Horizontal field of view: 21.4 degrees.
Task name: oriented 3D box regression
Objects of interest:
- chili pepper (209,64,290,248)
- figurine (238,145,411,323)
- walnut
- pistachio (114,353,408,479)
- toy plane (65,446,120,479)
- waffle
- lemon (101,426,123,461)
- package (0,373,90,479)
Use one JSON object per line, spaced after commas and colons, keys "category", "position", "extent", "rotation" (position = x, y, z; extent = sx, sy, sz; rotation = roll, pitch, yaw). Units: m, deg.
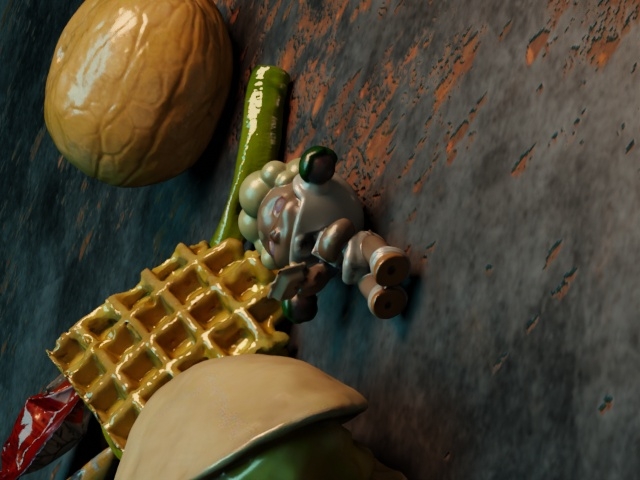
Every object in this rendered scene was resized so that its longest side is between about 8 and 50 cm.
{"category": "chili pepper", "position": [-0.065, -0.062, 1.556], "extent": [0.052, 0.050, 0.202], "rotation": [29, -105, -74]}
{"category": "figurine", "position": [-0.001, 0.000, 1.321], "extent": [0.197, 0.093, 0.147], "rotation": [-132, 46, -61]}
{"category": "walnut", "position": [-0.183, -0.163, 1.712], "extent": [0.226, 0.193, 0.193], "rotation": [-66, 26, 26]}
{"category": "pistachio", "position": [-0.052, 0.175, 1.230], "extent": [0.299, 0.187, 0.188], "rotation": [156, 123, -66]}
{"category": "toy plane", "position": [-0.250, 0.297, 1.745], "extent": [0.316, 0.103, 0.204], "rotation": [-48, 38, 38]}
{"category": "waffle", "position": [-0.113, 0.085, 1.467], "extent": [0.211, 0.055, 0.160], "rotation": [-39, 49, -7]}
{"category": "lemon", "position": [-0.144, 0.157, 1.539], "extent": [0.114, 0.114, 0.155], "rotation": [-60, 29, 35]}
{"category": "package", "position": [-0.317, 0.230, 1.854], "extent": [0.269, 0.071, 0.194], "rotation": [-51, -4, 13]}
